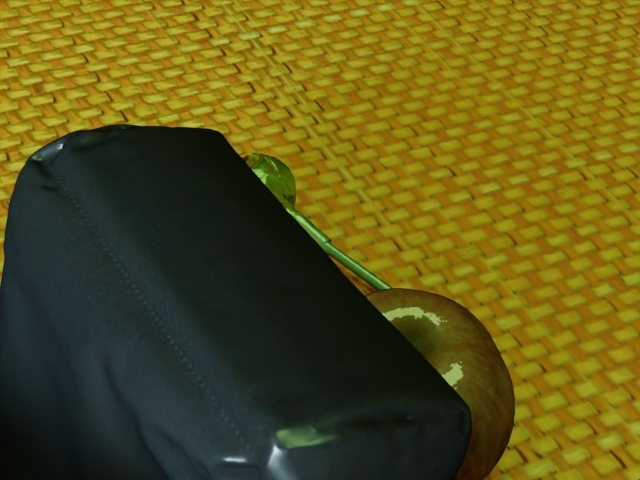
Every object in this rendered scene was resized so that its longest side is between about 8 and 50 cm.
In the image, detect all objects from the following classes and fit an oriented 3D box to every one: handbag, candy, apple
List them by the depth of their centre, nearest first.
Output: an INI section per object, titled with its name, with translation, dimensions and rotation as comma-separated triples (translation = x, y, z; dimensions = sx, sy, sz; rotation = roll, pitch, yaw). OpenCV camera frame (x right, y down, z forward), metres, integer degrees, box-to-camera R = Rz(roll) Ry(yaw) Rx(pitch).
[handbag]
translation = -0.062, 0.116, 0.707
dimensions = 0.177, 0.275, 0.302
rotation = -8, 37, -34
[apple]
translation = 0.055, 0.101, 0.814
dimensions = 0.146, 0.131, 0.146
rotation = 3, 48, -4
[candy]
translation = 0.000, 0.000, 0.984
dimensions = 0.194, 0.062, 0.058
rotation = 38, 5, 17

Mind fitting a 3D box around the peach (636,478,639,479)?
[peach]
translation = 0.193, 0.257, 0.548
dimensions = 0.307, 0.308, 0.332
rotation = 26, 43, 18
